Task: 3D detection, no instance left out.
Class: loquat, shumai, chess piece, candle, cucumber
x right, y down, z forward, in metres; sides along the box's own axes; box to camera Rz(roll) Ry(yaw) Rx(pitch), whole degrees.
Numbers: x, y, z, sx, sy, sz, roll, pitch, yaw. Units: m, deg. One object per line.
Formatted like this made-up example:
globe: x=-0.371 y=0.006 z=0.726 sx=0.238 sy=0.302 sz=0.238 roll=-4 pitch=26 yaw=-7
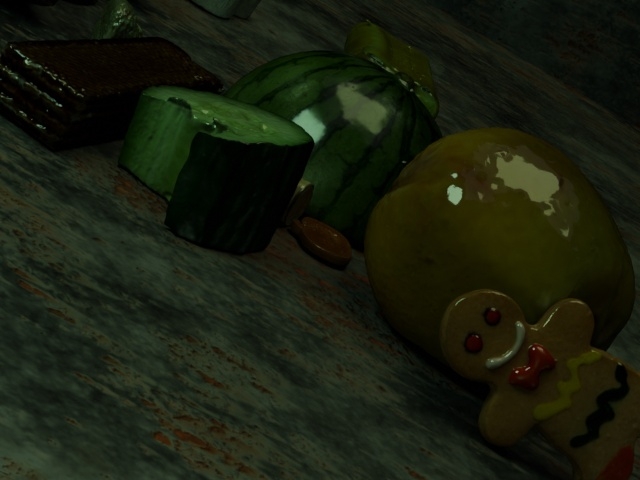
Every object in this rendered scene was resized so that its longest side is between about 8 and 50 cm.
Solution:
loquat: x=0.196 y=0.017 z=1.492 sx=0.284 sy=0.276 sz=0.276 roll=44 pitch=21 yaw=27
shumai: x=-0.248 y=-0.264 z=1.803 sx=0.080 sy=0.082 sz=0.083 roll=24 pitch=43 yaw=-26
chess piece: x=-0.092 y=-0.085 z=1.609 sx=0.172 sy=0.060 sz=0.060 roll=34 pitch=18 yaw=14
candle: x=-0.187 y=-0.448 z=2.391 sx=0.168 sy=0.068 sz=0.192 roll=39 pitch=17 yaw=11
cucumber: x=-0.108 y=-0.085 z=1.472 sx=0.191 sy=0.130 sz=0.191 roll=26 pitch=15 yaw=-7

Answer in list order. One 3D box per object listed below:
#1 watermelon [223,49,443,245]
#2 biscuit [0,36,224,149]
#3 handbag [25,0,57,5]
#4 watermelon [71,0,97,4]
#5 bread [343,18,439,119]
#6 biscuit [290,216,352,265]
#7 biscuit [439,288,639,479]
watermelon: x=0.036 y=-0.136 z=1.759 sx=0.331 sy=0.189 sz=0.331 roll=24 pitch=15 yaw=-7
biscuit: x=-0.232 y=-0.173 z=1.583 sx=0.107 sy=0.073 sz=0.388 roll=36 pitch=19 yaw=10
handbag: x=-0.404 y=-0.400 z=1.767 sx=0.169 sy=0.155 sz=0.215 roll=15 pitch=25 yaw=-24
watermelon: x=-0.348 y=-0.380 z=1.978 sx=0.094 sy=0.125 sz=0.135 roll=3 pitch=-16 yaw=8
bread: x=0.106 y=-0.266 z=2.317 sx=0.166 sy=0.112 sz=0.383 roll=31 pitch=17 yaw=-9
biscuit: x=0.000 y=0.000 z=1.592 sx=0.078 sy=0.015 sz=0.091 roll=27 pitch=18 yaw=-9
biscuit: x=0.224 y=0.138 z=1.355 sx=0.250 sy=0.165 sz=0.036 roll=37 pitch=-4 yaw=-8
